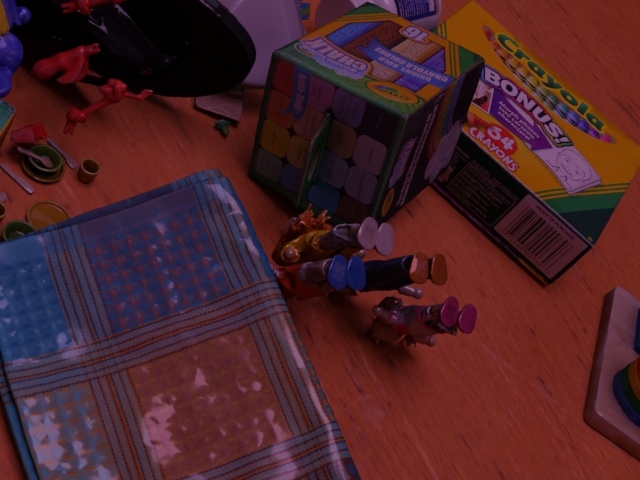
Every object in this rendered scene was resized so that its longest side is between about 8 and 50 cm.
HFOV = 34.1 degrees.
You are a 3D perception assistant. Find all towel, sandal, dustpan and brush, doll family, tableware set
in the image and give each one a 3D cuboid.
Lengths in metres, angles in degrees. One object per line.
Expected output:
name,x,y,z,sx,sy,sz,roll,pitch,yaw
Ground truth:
towel,-0.145,0.121,0.936,0.272,0.040,0.370,-19,65,-13
sandal,-0.293,-0.246,1.152,0.446,0.167,0.107,20,52,-9
dustpan and brush,-0.124,-0.236,1.284,0.211,0.147,0.060,-26,31,-24
doll family,0.043,0.032,1.136,0.263,0.163,0.118,23,67,-35
tableware set,-0.288,-0.051,1.076,0.104,0.024,0.154,43,41,3

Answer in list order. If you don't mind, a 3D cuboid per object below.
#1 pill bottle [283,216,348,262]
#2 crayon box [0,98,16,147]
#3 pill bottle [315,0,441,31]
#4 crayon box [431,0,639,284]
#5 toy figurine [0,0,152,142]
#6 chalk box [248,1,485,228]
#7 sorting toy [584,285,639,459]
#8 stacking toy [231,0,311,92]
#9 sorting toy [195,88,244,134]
pill bottle,0.000,0.000,1.226,0.083,0.043,0.043,20,45,-21
crayon box,-0.365,0.003,0.868,0.081,0.165,0.278,29,43,-12
pill bottle,0.082,-0.331,1.520,0.187,0.112,0.112,-25,72,-46
crayon box,0.271,-0.156,1.510,0.363,0.106,0.313,42,42,2
toy figurine,-0.307,-0.262,0.971,0.217,0.191,0.362,-72,151,-76
chalk box,0.038,-0.137,1.241,0.179,0.180,0.289,30,38,18
sorting toy,0.492,0.197,1.379,0.257,0.089,0.255,35,42,-6
stacking toy,-0.037,-0.297,1.377,0.167,0.052,0.221,2,99,-33
sorting toy,-0.127,-0.166,1.301,0.062,0.012,0.083,21,45,-17
